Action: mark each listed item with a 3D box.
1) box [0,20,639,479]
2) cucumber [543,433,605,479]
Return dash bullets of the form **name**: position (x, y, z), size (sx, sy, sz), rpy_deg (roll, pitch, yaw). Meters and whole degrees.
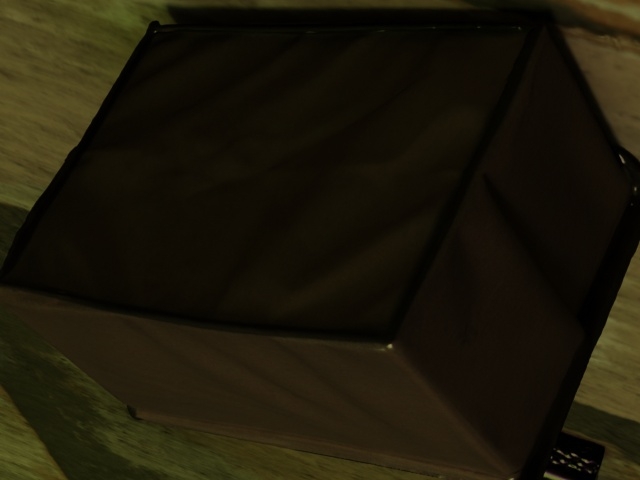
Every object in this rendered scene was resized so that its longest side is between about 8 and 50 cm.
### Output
- **box**: position (0.000, 0.000, 0.756), size (0.252, 0.188, 0.153), rpy_deg (9, 152, 36)
- **cucumber**: position (0.124, 0.144, 1.111), size (0.163, 0.039, 0.043), rpy_deg (16, 133, 15)
